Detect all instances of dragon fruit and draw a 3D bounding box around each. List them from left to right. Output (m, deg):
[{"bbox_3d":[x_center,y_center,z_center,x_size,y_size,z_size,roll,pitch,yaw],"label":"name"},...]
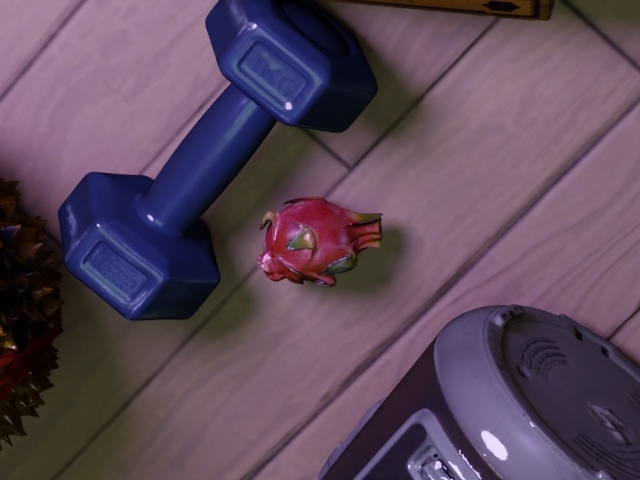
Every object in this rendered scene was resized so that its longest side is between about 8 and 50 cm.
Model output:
[{"bbox_3d":[0.001,0.000,1.697,0.116,0.086,0.081,-7,107,14],"label":"dragon fruit"}]

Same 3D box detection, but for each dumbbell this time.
[{"bbox_3d":[-0.097,-0.076,1.646,0.144,0.156,0.316,26,117,-30],"label":"dumbbell"}]

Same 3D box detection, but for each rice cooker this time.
[{"bbox_3d":[0.156,0.256,1.664,0.335,0.335,0.325,34,114,-7],"label":"rice cooker"}]

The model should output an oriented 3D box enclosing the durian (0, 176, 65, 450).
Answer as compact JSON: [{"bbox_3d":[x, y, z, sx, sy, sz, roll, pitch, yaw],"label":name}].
[{"bbox_3d":[-0.390,0.036,1.641,0.347,0.347,0.384,-37,112,20],"label":"durian"}]

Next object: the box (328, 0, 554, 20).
[{"bbox_3d":[0.050,-0.293,1.522,0.301,0.084,0.192,6,83,5],"label":"box"}]
